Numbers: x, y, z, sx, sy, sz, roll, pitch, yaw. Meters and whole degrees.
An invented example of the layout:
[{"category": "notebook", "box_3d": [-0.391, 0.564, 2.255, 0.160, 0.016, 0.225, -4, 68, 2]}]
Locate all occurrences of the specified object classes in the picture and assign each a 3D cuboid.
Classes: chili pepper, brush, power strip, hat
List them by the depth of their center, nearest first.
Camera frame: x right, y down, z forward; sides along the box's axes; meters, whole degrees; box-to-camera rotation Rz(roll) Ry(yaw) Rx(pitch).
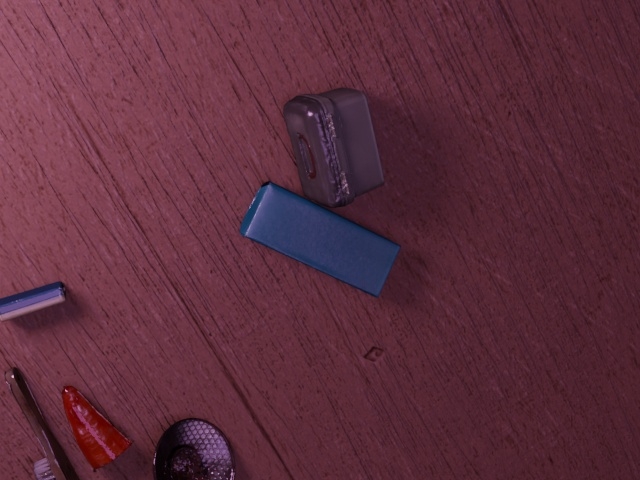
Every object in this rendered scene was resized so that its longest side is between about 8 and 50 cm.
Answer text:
[{"category": "power strip", "box_3d": [-0.515, 0.108, 1.707, 0.123, 0.056, 0.032, -18, 106, -13]}, {"category": "brush", "box_3d": [-0.521, 0.386, 1.771, 0.065, 0.070, 0.327, -21, 107, -1]}, {"category": "chili pepper", "box_3d": [-0.434, 0.340, 1.787, 0.088, 0.065, 0.169, -33, 106, -8]}, {"category": "hat", "box_3d": [-0.265, 0.447, 1.858, 0.193, 0.082, 0.193, 19, 61, -40]}]

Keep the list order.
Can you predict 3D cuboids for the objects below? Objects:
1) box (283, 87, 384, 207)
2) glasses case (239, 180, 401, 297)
[{"category": "box", "box_3d": [0.026, -0.174, 1.763, 0.129, 0.148, 0.210, -21, 110, -20]}, {"category": "glasses case", "box_3d": [0.001, -0.002, 1.839, 0.301, 0.070, 0.117, 26, 88, -19]}]
